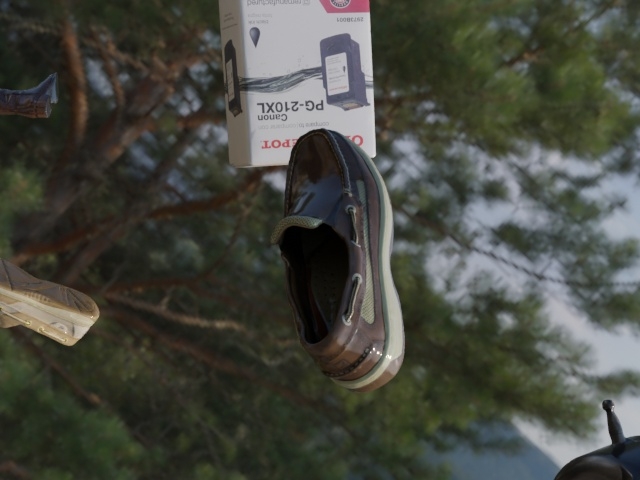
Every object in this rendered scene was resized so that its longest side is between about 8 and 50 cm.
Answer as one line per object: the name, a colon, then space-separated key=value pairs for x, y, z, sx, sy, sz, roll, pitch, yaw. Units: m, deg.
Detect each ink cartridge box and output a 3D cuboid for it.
ink cartridge box: x=-0.029 y=-0.213 z=1.479 sx=0.100 sy=0.172 sz=0.237 roll=-167 pitch=-107 yaw=-70

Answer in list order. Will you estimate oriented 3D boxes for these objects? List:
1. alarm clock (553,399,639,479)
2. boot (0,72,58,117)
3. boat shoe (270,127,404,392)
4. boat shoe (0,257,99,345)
alarm clock: x=0.188 y=0.203 z=0.705 sx=0.129 sy=0.064 sz=0.192 roll=35 pitch=-47 yaw=49
boot: x=-0.389 y=-0.184 z=1.471 sx=0.106 sy=0.114 sz=0.037 roll=-89 pitch=-179 yaw=-62
boat shoe: x=0.006 y=-0.004 z=0.980 sx=0.095 sy=0.095 sz=0.257 roll=32 pitch=34 yaw=-43
boat shoe: x=-0.314 y=0.064 z=1.209 sx=0.170 sy=0.059 sz=0.063 roll=26 pitch=19 yaw=-22
